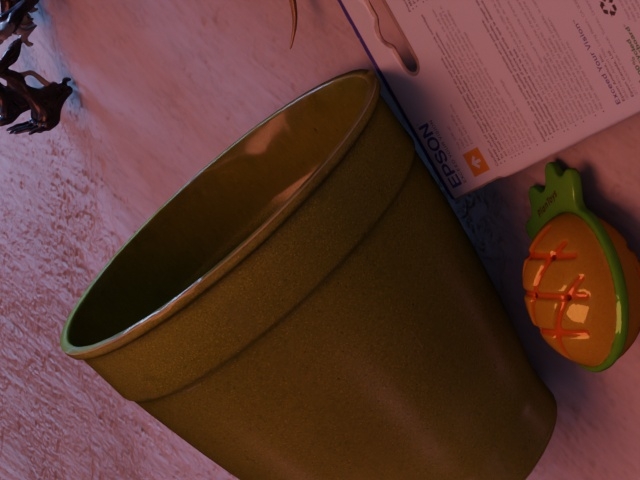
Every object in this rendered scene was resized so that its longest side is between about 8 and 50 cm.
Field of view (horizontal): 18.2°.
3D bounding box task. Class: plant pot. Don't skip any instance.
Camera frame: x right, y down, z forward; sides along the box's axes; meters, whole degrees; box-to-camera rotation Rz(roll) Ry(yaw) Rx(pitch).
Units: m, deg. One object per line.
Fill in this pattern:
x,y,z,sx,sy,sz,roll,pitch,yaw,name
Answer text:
0.018,0.099,1.805,0.353,0.366,0.366,49,146,-15,plant pot

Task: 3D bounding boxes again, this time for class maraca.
0.219,0.023,1.713,0.127,0.099,0.186,124,134,-55,maraca

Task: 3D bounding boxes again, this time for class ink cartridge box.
0.142,-0.227,1.645,0.330,0.071,0.324,-26,94,56,ink cartridge box

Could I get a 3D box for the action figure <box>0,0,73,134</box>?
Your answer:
-0.367,-0.244,2.160,0.164,0.141,0.276,15,129,46,action figure

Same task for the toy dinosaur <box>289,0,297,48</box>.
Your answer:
-0.047,-0.278,1.854,0.183,0.053,0.092,59,160,12,toy dinosaur

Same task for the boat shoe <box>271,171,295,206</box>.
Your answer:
0.000,0.000,1.979,0.184,0.066,0.063,57,176,-7,boat shoe
